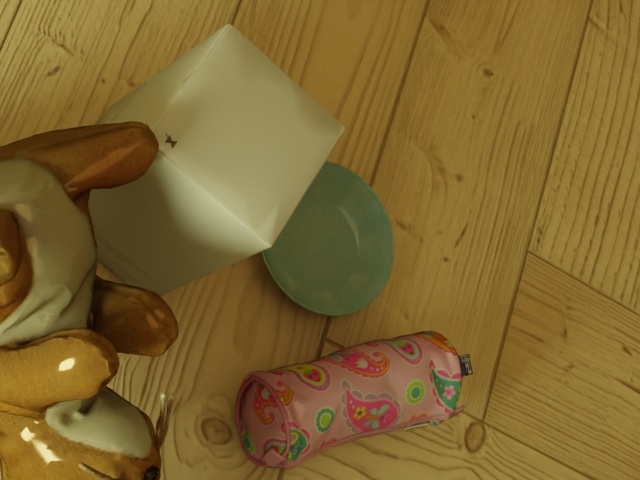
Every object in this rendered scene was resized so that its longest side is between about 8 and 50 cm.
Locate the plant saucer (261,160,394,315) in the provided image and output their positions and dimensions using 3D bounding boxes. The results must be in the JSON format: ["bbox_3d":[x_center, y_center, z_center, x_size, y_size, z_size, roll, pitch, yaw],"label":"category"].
[{"bbox_3d":[0.000,0.000,2.054,0.195,0.037,0.195,10,72,-30],"label":"plant saucer"}]

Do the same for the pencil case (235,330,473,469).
[{"bbox_3d":[0.040,0.185,1.979,0.284,0.124,0.124,-10,83,-35],"label":"pencil case"}]

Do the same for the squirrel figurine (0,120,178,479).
[{"bbox_3d":[-0.326,0.116,1.662,0.281,0.397,0.370,-56,137,-55],"label":"squirrel figurine"}]

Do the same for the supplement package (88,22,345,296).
[{"bbox_3d":[-0.145,-0.076,1.830,0.175,0.293,0.177,41,60,-16],"label":"supplement package"}]
